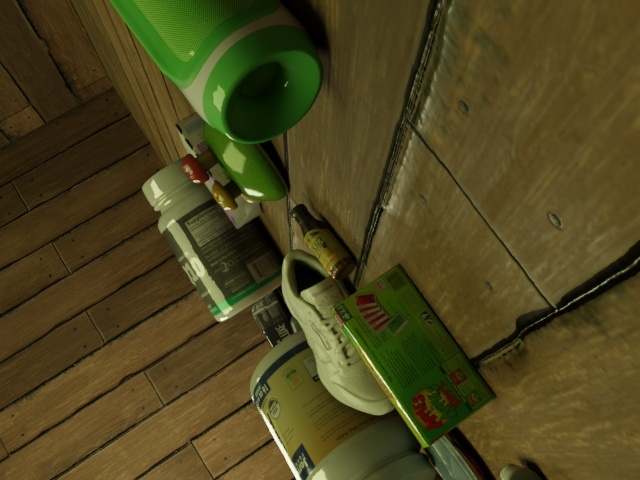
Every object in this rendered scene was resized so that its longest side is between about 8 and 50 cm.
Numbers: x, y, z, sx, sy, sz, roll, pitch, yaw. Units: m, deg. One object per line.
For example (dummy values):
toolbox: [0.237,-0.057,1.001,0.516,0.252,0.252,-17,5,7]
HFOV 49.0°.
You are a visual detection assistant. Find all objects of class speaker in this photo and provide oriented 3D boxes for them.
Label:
speaker: [-0.122,-0.230,0.690,0.297,0.131,0.131,52,168,27]

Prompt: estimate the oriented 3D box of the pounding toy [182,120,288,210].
pounding toy: [-0.154,-0.113,1.139,0.183,0.110,0.237,52,172,-10]

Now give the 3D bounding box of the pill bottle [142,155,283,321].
pill bottle: [-0.247,-0.011,1.636,0.361,0.204,0.204,58,169,0]

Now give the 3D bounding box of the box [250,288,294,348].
box: [-0.121,0.210,1.911,0.243,0.076,0.307,63,177,-26]

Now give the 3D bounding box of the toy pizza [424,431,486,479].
toy pizza: [0.210,0.343,1.062,0.201,0.032,0.201,54,167,18]

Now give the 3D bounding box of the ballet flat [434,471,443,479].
ballet flat: [0.219,0.479,1.281,0.316,0.107,0.106,113,145,-70]

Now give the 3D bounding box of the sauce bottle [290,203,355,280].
sauce bottle: [0.000,0.000,1.010,0.128,0.042,0.042,50,167,28]

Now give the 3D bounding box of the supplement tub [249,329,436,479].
supplement tub: [0.036,0.330,1.243,0.316,0.228,0.228,54,169,33]

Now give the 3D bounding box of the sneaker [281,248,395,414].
sneaker: [0.020,0.145,1.126,0.305,0.114,0.152,53,169,22]

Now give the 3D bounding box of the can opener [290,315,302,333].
can opener: [0.014,0.306,1.754,0.076,0.095,0.284,-93,-17,-84]

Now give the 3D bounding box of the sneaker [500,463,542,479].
sneaker: [0.250,0.317,0.787,0.152,0.053,0.061,64,178,0]

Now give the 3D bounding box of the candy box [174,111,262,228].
candy box: [-0.206,-0.145,1.440,0.196,0.070,0.165,53,168,20]

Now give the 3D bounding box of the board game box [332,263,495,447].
board game box: [0.101,0.128,0.789,0.181,0.092,0.043,55,170,15]
